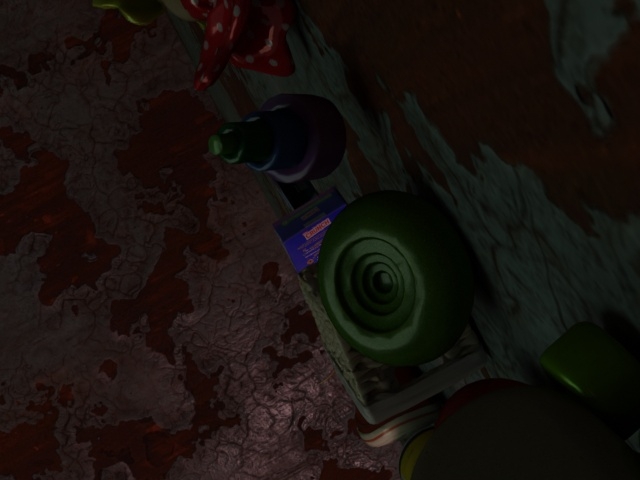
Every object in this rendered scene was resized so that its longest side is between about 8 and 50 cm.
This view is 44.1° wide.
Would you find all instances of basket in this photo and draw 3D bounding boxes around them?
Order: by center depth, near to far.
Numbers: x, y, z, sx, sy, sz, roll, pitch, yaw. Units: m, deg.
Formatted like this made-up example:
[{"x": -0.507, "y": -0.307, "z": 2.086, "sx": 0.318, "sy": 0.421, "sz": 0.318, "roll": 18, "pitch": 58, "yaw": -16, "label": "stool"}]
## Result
[{"x": 0.053, "y": 0.065, "z": 0.694, "sx": 0.103, "sy": 0.113, "sz": 0.167, "roll": 64, "pitch": 174, "yaw": -14, "label": "basket"}]

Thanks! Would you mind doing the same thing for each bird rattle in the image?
[{"x": -0.120, "y": -0.245, "z": 0.673, "sx": 0.253, "sy": 0.143, "sz": 0.207, "roll": -130, "pitch": 28, "yaw": -52, "label": "bird rattle"}]

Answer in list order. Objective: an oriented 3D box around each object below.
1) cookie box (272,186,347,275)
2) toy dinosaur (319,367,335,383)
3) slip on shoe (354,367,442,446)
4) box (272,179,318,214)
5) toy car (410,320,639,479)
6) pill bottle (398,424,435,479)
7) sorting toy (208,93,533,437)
[{"x": 0.000, "y": 0.000, "z": 0.990, "sx": 0.040, "sy": 0.092, "sz": 0.107, "roll": 52, "pitch": 170, "yaw": 41, "label": "cookie box"}, {"x": 0.045, "y": 0.161, "z": 1.300, "sx": 0.053, "sy": 0.183, "sz": 0.092, "roll": 18, "pitch": 178, "yaw": 5, "label": "toy dinosaur"}, {"x": 0.095, "y": 0.219, "z": 1.167, "sx": 0.331, "sy": 0.123, "sz": 0.101, "roll": -119, "pitch": 4, "yaw": -85, "label": "slip on shoe"}, {"x": 0.002, "y": -0.003, "z": 1.222, "sx": 0.233, "sy": 0.044, "sz": 0.159, "roll": 58, "pitch": 174, "yaw": 36, "label": "box"}, {"x": 0.129, "y": 0.162, "z": 0.339, "sx": 0.188, "sy": 0.155, "sz": 0.149, "roll": 49, "pitch": 179, "yaw": -18, "label": "toy car"}, {"x": 0.164, "y": 0.299, "z": 0.935, "sx": 0.103, "sy": 0.103, "sz": 0.184, "roll": 62, "pitch": 175, "yaw": -15, "label": "pill bottle"}, {"x": 0.030, "y": 0.056, "z": 0.516, "sx": 0.126, "sy": 0.127, "sz": 0.366, "roll": -14, "pitch": -111, "yaw": -50, "label": "sorting toy"}]
